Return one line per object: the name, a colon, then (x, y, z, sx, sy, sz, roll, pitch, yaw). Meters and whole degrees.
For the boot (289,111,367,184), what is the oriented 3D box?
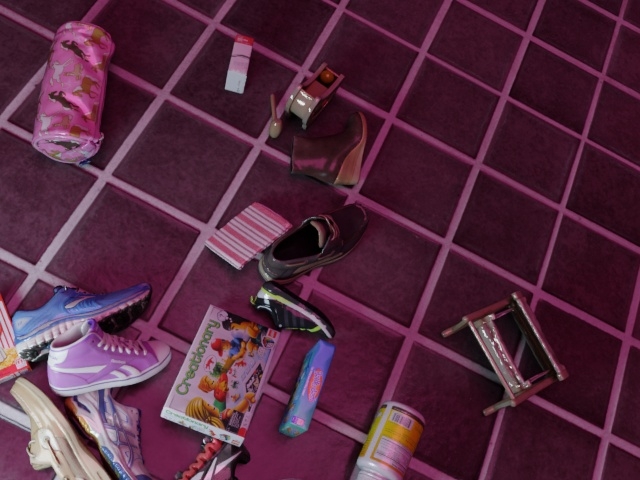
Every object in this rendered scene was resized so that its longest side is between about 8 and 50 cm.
boot: (0.023, -0.284, 1.915, 0.207, 0.090, 0.248, 12, 69, -12)

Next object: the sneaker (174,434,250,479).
sneaker: (-0.260, 0.552, 1.480, 0.135, 0.097, 0.276, 37, 62, 5)

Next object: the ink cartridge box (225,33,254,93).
ink cartridge box: (-0.239, -0.518, 1.941, 0.056, 0.099, 0.135, 12, 64, -10)

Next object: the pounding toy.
pounding toy: (-0.061, -0.428, 1.919, 0.155, 0.154, 0.269, 36, 63, 2)

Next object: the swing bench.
swing bench: (0.508, 0.289, 1.760, 0.255, 0.165, 0.253, -21, 74, -22)

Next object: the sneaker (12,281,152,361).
sneaker: (-0.557, 0.154, 1.552, 0.330, 0.129, 0.147, -19, 68, -29)

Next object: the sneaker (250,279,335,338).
sneaker: (-0.072, 0.196, 1.709, 0.235, 0.084, 0.097, 35, 96, -2)

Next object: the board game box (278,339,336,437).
board game box: (-0.033, 0.359, 1.589, 0.047, 0.160, 0.210, 24, 64, -5)

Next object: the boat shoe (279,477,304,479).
boat shoe: (-0.105, 0.594, 1.487, 0.226, 0.076, 0.083, -3, 81, -34)

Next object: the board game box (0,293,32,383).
board game box: (-0.769, 0.238, 1.509, 0.147, 0.045, 0.193, -23, 75, -23)

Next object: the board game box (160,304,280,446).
board game box: (-0.228, 0.312, 1.568, 0.193, 0.053, 0.305, 22, 45, -5)

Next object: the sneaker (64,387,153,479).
sneaker: (-0.438, 0.436, 1.473, 0.131, 0.112, 0.296, -32, 78, -36)

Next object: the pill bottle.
pill bottle: (0.164, 0.508, 1.601, 0.117, 0.117, 0.215, 30, 64, -1)

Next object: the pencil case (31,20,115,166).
pencil case: (-0.647, -0.396, 1.751, 0.167, 0.160, 0.386, 19, 59, -39)

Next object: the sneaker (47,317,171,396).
sneaker: (-0.467, 0.244, 1.493, 0.282, 0.161, 0.102, -12, 30, -37)

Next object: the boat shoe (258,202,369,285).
boat shoe: (0.000, 0.000, 1.766, 0.355, 0.130, 0.132, -34, 80, -25)

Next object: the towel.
towel: (-0.189, -0.013, 1.748, 0.144, 0.029, 0.197, 33, 62, 34)

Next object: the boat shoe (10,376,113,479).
boat shoe: (-0.577, 0.448, 1.428, 0.110, 0.121, 0.341, -37, 82, -26)
